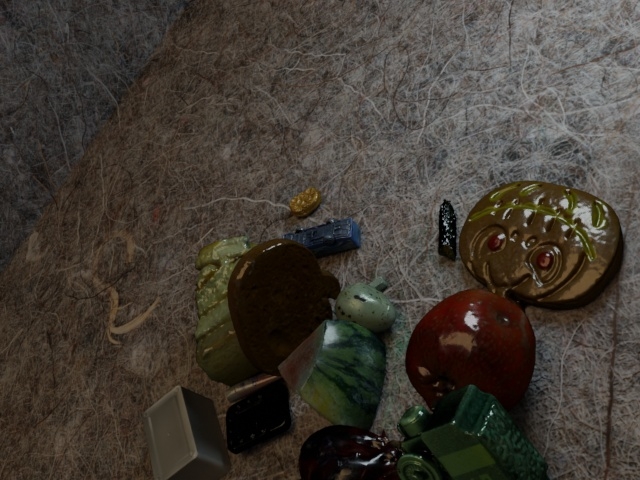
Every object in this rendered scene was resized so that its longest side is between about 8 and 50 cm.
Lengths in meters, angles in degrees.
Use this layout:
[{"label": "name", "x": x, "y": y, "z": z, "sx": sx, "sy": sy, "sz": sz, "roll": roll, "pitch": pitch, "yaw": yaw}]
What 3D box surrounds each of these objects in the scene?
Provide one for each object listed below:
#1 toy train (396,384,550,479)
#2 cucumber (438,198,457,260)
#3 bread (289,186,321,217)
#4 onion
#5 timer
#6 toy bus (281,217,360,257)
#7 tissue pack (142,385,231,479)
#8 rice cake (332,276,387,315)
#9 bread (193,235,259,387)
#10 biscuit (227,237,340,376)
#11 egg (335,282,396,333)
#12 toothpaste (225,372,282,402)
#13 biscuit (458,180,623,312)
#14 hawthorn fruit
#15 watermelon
[{"label": "toy train", "x": 0.291, "y": 0.439, "z": 1.381, "sx": 0.238, "sy": 0.299, "sz": 0.167, "roll": -37, "pitch": 5, "yaw": 40}, {"label": "cucumber", "x": 0.330, "y": -0.029, "z": 1.853, "sx": 0.053, "sy": 0.053, "sz": 0.181, "roll": -16, "pitch": 50, "yaw": 30}, {"label": "bread", "x": -0.046, "y": -0.118, "z": 2.222, "sx": 0.111, "sy": 0.044, "sz": 0.083, "roll": -33, "pitch": 47, "yaw": 13}, {"label": "onion", "x": 0.062, "y": 0.522, "z": 1.558, "sx": 0.281, "sy": 0.221, "sz": 0.281, "roll": -28, "pitch": 43, "yaw": 30}, {"label": "timer", "x": -0.165, "y": 0.474, "z": 1.893, "sx": 0.187, "sy": 0.055, "sz": 0.144, "roll": -29, "pitch": 40, "yaw": 14}, {"label": "toy bus", "x": 0.001, "y": 0.003, "z": 2.063, "sx": 0.236, "sy": 0.094, "sz": 0.079, "roll": -15, "pitch": 46, "yaw": 29}, {"label": "tissue pack", "x": -0.371, "y": 0.547, "z": 1.948, "sx": 0.159, "sy": 0.136, "sz": 0.246, "roll": -38, "pitch": 44, "yaw": 11}, {"label": "rice cake", "x": 0.106, "y": 0.156, "z": 1.912, "sx": 0.171, "sy": 0.033, "sz": 0.029, "roll": -38, "pitch": 43, "yaw": 11}, {"label": "bread", "x": -0.181, "y": 0.187, "z": 1.974, "sx": 0.264, "sy": 0.239, "sz": 0.395, "roll": -19, "pitch": 59, "yaw": 27}, {"label": "biscuit", "x": -0.085, "y": 0.164, "z": 1.832, "sx": 0.314, "sy": 0.367, "sz": 0.063, "roll": -29, "pitch": 26, "yaw": -30}, {"label": "egg", "x": 0.117, "y": 0.175, "z": 1.823, "sx": 0.164, "sy": 0.131, "sz": 0.131, "roll": 6, "pitch": 64, "yaw": 26}, {"label": "toothpaste", "x": -0.164, "y": 0.384, "z": 1.934, "sx": 0.194, "sy": 0.043, "sz": 0.067, "roll": -26, "pitch": 11, "yaw": 4}, {"label": "biscuit", "x": 0.496, "y": 0.016, "z": 1.669, "sx": 0.394, "sy": 0.070, "sz": 0.350, "roll": 14, "pitch": 71, "yaw": 43}, {"label": "hawthorn fruit", "x": 0.324, "y": 0.234, "z": 1.515, "sx": 0.275, "sy": 0.275, "sz": 0.299, "roll": 3, "pitch": 50, "yaw": 40}, {"label": "watermelon", "x": 0.033, "y": 0.332, "z": 1.762, "sx": 0.201, "sy": 0.213, "sz": 0.261, "roll": -14, "pitch": 46, "yaw": 52}]
